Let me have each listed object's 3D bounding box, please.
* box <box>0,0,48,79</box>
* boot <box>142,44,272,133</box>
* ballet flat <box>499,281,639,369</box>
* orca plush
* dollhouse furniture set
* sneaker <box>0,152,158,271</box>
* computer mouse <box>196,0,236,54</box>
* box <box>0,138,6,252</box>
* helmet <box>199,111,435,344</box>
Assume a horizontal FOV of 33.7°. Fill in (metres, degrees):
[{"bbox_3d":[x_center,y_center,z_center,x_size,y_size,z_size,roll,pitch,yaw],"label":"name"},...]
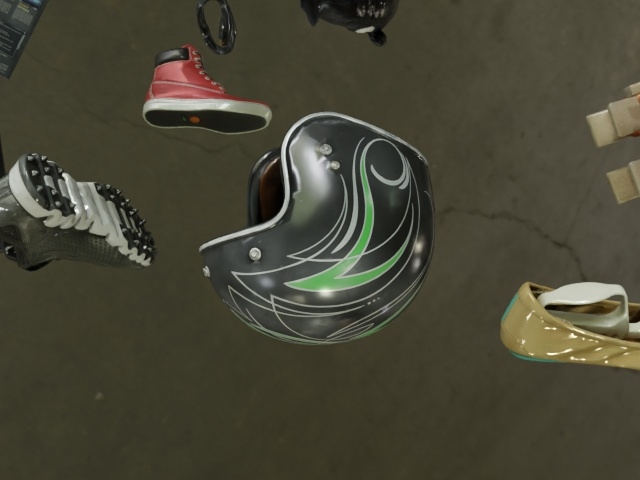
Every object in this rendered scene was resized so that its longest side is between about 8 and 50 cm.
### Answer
[{"bbox_3d":[-0.515,-0.364,1.516,0.232,0.059,0.183,25,94,-37],"label":"box"},{"bbox_3d":[-0.207,-0.299,2.030,0.088,0.244,0.176,91,6,-61],"label":"boot"},{"bbox_3d":[0.278,0.077,0.935,0.232,0.080,0.073,4,121,-6],"label":"ballet flat"},{"bbox_3d":[0.062,-0.371,1.512,0.102,0.151,0.287,-34,164,27],"label":"orca plush"},{"bbox_3d":[0.446,-0.084,1.171,0.135,0.262,0.259,-19,87,-14],"label":"dollhouse furniture set"},{"bbox_3d":[-0.251,-0.011,1.031,0.106,0.078,0.234,-29,156,14],"label":"sneaker"},{"bbox_3d":[-0.111,-0.342,1.320,0.041,0.071,0.242,-75,-178,-50],"label":"computer mouse"},{"bbox_3d":[-0.667,-0.102,1.678,0.182,0.296,0.294,-2,82,-72],"label":"box"},{"bbox_3d":[0.000,0.000,0.798,0.169,0.169,0.162,31,71,-47],"label":"helmet"}]
